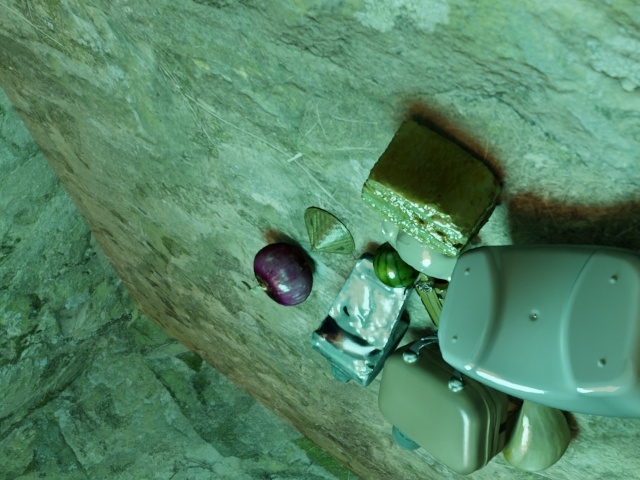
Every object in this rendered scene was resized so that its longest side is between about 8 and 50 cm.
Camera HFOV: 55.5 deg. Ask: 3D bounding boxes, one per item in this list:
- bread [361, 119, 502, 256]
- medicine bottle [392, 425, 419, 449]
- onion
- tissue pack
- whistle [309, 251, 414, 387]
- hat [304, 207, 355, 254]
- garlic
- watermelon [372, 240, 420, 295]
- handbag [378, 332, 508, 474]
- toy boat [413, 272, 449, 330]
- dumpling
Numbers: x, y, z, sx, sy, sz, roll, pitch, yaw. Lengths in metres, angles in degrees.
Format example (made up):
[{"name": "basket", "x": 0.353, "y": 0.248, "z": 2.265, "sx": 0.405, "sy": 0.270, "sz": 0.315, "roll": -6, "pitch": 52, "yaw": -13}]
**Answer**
[{"name": "bread", "x": 0.174, "y": -0.079, "z": 0.944, "sx": 0.196, "sy": 0.138, "sz": 0.102, "roll": 36, "pitch": 164, "yaw": 11}, {"name": "medicine bottle", "x": 0.277, "y": 0.503, "z": 1.731, "sx": 0.110, "sy": 0.110, "sz": 0.352, "roll": 33, "pitch": 153, "yaw": 18}, {"name": "onion", "x": -0.099, "y": 0.092, "z": 1.580, "sx": 0.177, "sy": 0.153, "sz": 0.177, "roll": 20, "pitch": 149, "yaw": 13}, {"name": "tissue pack", "x": 0.360, "y": 0.128, "z": 0.879, "sx": 0.236, "sy": 0.229, "sz": 0.333, "roll": 22, "pitch": 167, "yaw": -36}, {"name": "whistle", "x": 0.094, "y": 0.198, "z": 1.416, "sx": 0.168, "sy": 0.188, "sz": 0.405, "roll": 34, "pitch": 155, "yaw": 17}, {"name": "hat", "x": 0.000, "y": 0.000, "z": 1.387, "sx": 0.146, "sy": 0.067, "sz": 0.146, "roll": 33, "pitch": 153, "yaw": 19}, {"name": "garlic", "x": 0.463, "y": 0.414, "z": 1.339, "sx": 0.245, "sy": 0.145, "sz": 0.164, "roll": 82, "pitch": 165, "yaw": -50}, {"name": "watermelon", "x": 0.155, "y": 0.049, "z": 1.216, "sx": 0.109, "sy": 0.109, "sz": 0.109, "roll": 33, "pitch": 153, "yaw": 19}, {"name": "handbag", "x": 0.277, "y": 0.341, "z": 1.381, "sx": 0.302, "sy": 0.149, "sz": 0.283, "roll": 28, "pitch": 126, "yaw": 47}, {"name": "toy boat", "x": 0.258, "y": 0.130, "z": 1.229, "sx": 0.088, "sy": 0.068, "sz": 0.226, "roll": 3, "pitch": 134, "yaw": 42}, {"name": "dumpling", "x": 0.202, "y": -0.011, "z": 1.080, "sx": 0.169, "sy": 0.100, "sz": 0.134, "roll": 48, "pitch": 127, "yaw": 41}]
